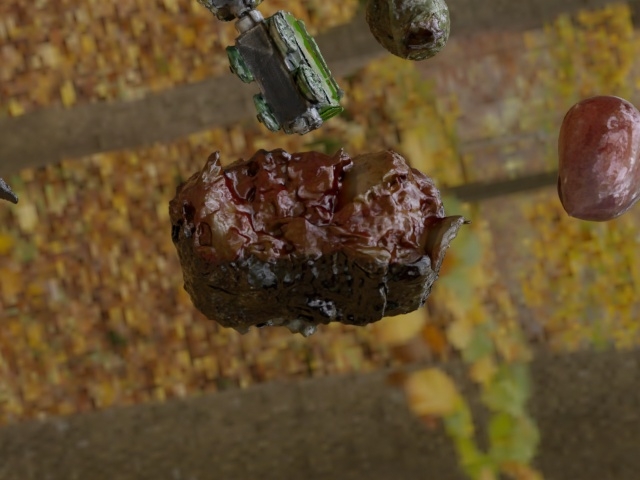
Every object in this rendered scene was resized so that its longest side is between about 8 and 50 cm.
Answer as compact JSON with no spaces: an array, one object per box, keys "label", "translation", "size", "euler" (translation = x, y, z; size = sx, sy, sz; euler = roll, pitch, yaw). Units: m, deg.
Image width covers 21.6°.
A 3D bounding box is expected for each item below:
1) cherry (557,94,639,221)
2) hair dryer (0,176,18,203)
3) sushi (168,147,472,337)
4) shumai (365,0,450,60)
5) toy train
[{"label":"cherry","translation":[0.261,-0.071,1.529],"size":[0.106,0.087,0.126],"euler":[46,37,-44]},{"label":"hair dryer","translation":[-0.542,-0.156,2.255],"size":[0.107,0.344,0.189],"euler":[-55,174,-27]},{"label":"sushi","translation":[0.000,0.000,1.938],"size":[0.182,0.343,0.196],"euler":[94,-8,-66]},{"label":"shumai","translation":[0.115,-0.280,2.155],"size":[0.124,0.099,0.087],"euler":[41,11,-14]},{"label":"toy train","translation":[-0.051,-0.171,1.275],"size":[0.202,0.060,0.081],"euler":[61,14,3]}]
